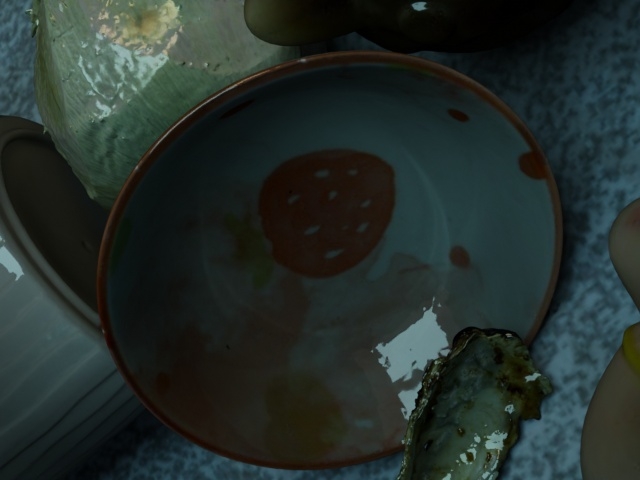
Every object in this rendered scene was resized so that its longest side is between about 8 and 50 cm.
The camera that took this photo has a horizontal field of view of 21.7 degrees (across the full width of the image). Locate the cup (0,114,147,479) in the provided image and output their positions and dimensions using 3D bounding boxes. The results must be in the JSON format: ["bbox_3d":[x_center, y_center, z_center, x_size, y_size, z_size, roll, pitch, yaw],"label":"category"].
[{"bbox_3d":[-0.233,0.065,1.079,0.273,0.288,0.208,-38,104,18],"label":"cup"}]

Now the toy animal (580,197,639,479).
[{"bbox_3d":[0.211,0.065,0.830,0.165,0.149,0.248,17,81,16],"label":"toy animal"}]

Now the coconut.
[{"bbox_3d":[-0.082,-0.098,1.015,0.194,0.194,0.194,-7,76,29],"label":"coconut"}]

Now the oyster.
[{"bbox_3d":[0.072,0.107,0.947,0.132,0.086,0.029,-44,25,5],"label":"oyster"}]

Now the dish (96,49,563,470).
[{"bbox_3d":[0.000,0.000,0.942,0.260,0.260,0.085,-48,29,14],"label":"dish"}]

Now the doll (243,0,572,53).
[{"bbox_3d":[0.040,-0.259,0.959,0.318,0.209,0.339,-33,68,19],"label":"doll"}]
